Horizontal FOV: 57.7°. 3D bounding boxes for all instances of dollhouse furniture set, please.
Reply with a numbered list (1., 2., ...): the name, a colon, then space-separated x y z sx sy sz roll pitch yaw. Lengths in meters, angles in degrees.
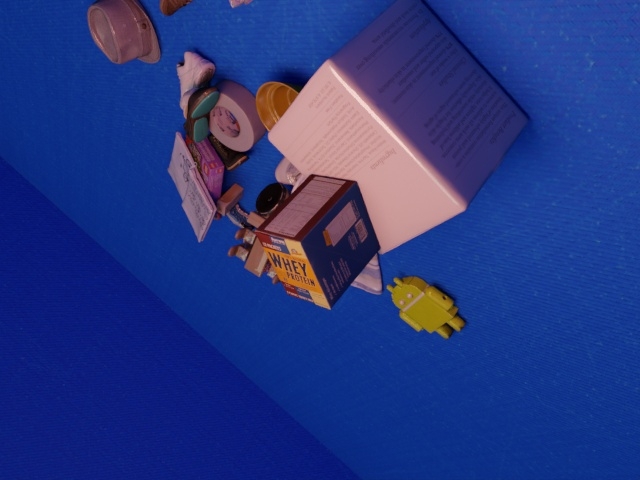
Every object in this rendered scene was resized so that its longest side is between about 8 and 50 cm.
1. dollhouse furniture set: -0.209 0.016 2.066 0.212 0.161 0.242 31 110 16

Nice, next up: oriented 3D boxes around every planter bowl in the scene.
1. planter bowl: -0.069 -0.367 1.627 0.217 0.090 0.217 28 146 21

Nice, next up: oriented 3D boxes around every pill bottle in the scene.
1. pill bottle: -0.101 -0.087 1.923 0.123 0.123 0.219 5 156 44

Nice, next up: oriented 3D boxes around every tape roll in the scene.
1. tape roll: -0.276 -0.392 1.835 0.219 0.072 0.219 28 146 20

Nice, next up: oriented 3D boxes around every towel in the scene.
1. towel: 0.111 0.064 2.009 0.209 0.034 0.285 19 141 31

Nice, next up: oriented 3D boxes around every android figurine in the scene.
1. android figurine: 0.343 0.219 1.930 0.273 0.056 0.248 38 148 2

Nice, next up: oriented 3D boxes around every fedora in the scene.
1. fedora: -0.644 -0.664 1.851 0.243 0.124 0.275 27 145 23

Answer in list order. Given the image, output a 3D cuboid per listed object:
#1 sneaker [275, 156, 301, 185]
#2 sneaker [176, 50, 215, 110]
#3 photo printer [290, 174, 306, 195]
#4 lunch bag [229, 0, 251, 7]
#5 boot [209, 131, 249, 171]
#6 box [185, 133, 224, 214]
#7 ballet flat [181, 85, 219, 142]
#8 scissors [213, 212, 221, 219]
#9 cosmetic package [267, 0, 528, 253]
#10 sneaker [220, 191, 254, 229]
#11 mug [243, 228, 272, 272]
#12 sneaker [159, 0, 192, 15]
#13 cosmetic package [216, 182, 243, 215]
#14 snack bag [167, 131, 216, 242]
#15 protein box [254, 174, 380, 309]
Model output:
1. sneaker: -0.054 -0.214 1.761 0.297 0.129 0.111 -8 124 52
2. sneaker: -0.410 -0.510 1.840 0.115 0.090 0.232 46 140 5
3. photo printer: 0.068 -0.106 1.644 0.307 0.107 0.256 6 149 -11
4. lunch bag: -0.186 -0.626 1.458 0.083 0.071 0.053 -3 126 48
5. boot: -0.318 -0.307 1.953 0.137 0.077 0.198 59 159 -17
6. box: -0.428 -0.244 2.110 0.201 0.057 0.293 56 151 22
7. ballet flat: -0.384 -0.404 1.786 0.096 0.095 0.280 52 149 6
8. scissors: -0.487 -0.194 2.348 0.109 0.021 0.297 13 139 37
9. cosmetic package: 0.166 -0.247 1.293 0.394 0.329 0.327 46 148 -6
10. sneaker: -0.340 -0.106 2.257 0.191 0.071 0.083 50 153 -12
11. mug: -0.219 0.055 2.275 0.150 0.113 0.169 26 152 19
12. sneaker: -0.395 -0.678 1.622 0.071 0.066 0.188 44 149 -6
13. cosmetic package: -0.336 -0.152 2.147 0.041 0.115 0.060 33 146 8
14. snack bag: -0.488 -0.195 2.153 0.342 0.037 0.323 64 154 10
15. protein box: 0.000 0.000 1.274 0.136 0.201 0.200 14 141 40
